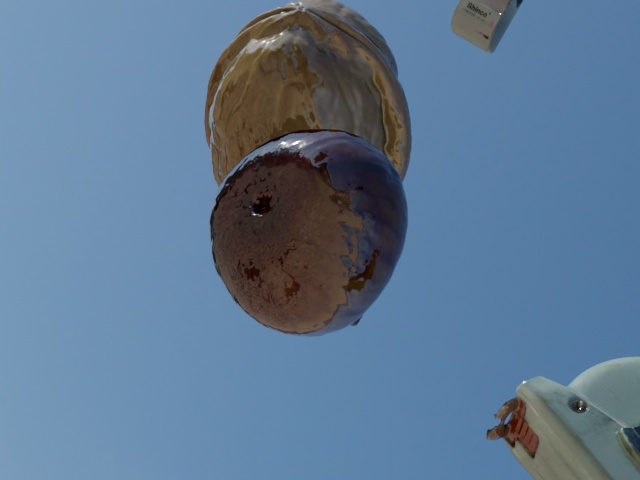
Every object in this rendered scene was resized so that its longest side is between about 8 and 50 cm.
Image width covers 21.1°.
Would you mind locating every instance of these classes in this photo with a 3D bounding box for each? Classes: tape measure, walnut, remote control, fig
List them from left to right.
[{"bbox_3d":[-0.017,-0.153,2.194,0.252,0.277,0.313,25,-50,41],"label":"walnut"},{"bbox_3d":[-0.010,-0.009,1.917,0.235,0.214,0.235,6,-81,44],"label":"fig"},{"bbox_3d":[0.187,-0.268,1.685,0.029,0.166,0.065,20,12,-45],"label":"remote control"},{"bbox_3d":[0.341,0.226,1.777,0.243,0.246,0.125,52,-30,32],"label":"tape measure"}]
